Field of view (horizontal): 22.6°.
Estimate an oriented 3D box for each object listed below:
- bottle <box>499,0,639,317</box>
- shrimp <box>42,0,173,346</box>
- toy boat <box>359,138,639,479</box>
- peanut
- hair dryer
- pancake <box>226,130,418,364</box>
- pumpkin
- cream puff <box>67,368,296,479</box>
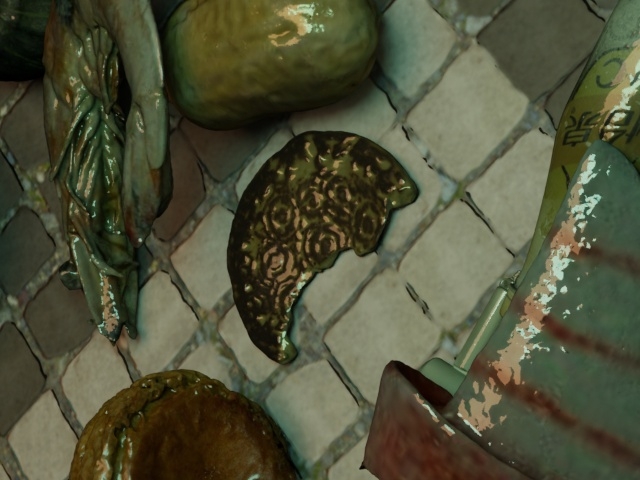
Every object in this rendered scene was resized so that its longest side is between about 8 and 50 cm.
[{"bbox_3d":[0.197,-0.058,1.117,0.083,0.083,0.270,35,105,34],"label":"bottle"},{"bbox_3d":[-0.173,-0.085,1.336,0.247,0.085,0.360,-162,70,-63],"label":"shrimp"},{"bbox_3d":[0.165,0.076,1.093,0.206,0.096,0.282,27,98,3],"label":"toy boat"},{"bbox_3d":[-0.045,-0.157,1.281,0.224,0.129,0.129,-11,76,39],"label":"peanut"},{"bbox_3d":[0.121,0.079,1.182,0.063,0.038,0.124,31,93,33],"label":"hair dryer"},{"bbox_3d":[0.000,0.000,1.288,0.190,0.020,0.184,-17,72,34],"label":"pancake"},{"bbox_3d":[-0.284,-0.229,1.466,0.167,0.125,0.167,-6,75,24],"label":"pumpkin"},{"bbox_3d":[-0.128,0.205,1.273,0.169,0.183,0.183,-30,64,52],"label":"cream puff"}]
